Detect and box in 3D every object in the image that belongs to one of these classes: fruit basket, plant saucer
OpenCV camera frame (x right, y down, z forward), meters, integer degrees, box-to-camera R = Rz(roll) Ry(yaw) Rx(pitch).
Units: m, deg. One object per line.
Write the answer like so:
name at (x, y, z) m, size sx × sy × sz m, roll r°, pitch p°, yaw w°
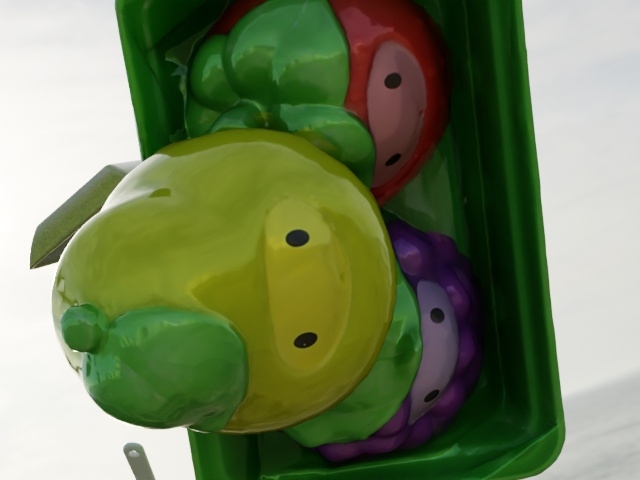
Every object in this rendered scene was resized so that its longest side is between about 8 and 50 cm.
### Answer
fruit basket at (0.000, 0.000, 0.744) m, size 0.283 × 0.392 × 0.392 m, roll -8°, pitch -10°, yaw 0°
plant saucer at (-0.276, -0.045, 1.574) m, size 0.188 × 0.045 × 0.188 m, roll -38°, pitch -5°, yaw 18°

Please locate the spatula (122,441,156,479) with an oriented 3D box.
spatula at (-0.079, 0.238, 1.036) m, size 0.168 × 0.019 × 0.242 m, roll -1°, pitch -40°, yaw 7°
